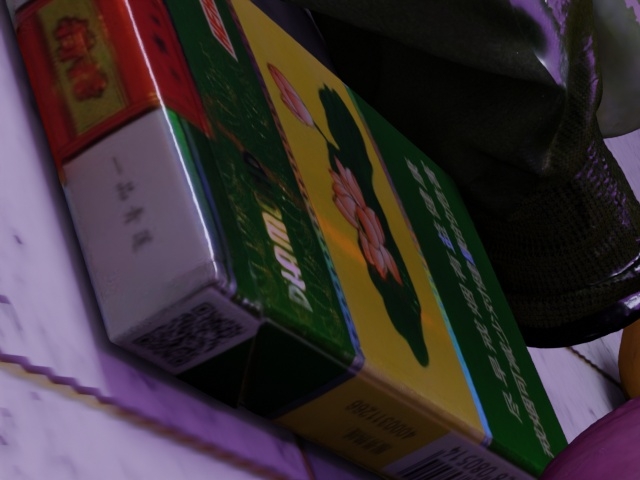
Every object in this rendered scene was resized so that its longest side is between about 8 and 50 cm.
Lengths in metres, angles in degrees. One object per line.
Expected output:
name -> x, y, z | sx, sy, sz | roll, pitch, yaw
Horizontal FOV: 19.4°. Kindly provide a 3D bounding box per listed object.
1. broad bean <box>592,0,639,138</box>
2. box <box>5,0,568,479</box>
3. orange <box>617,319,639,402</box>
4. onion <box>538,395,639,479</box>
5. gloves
broad bean -> 0.102, -0.131, 0.958 | 0.228, 0.100, 0.169 | -112, -179, -70
box -> 0.000, 0.000, 0.518 | 0.235, 0.034, 0.132 | 35, 30, -57
orange -> 0.210, 0.064, 0.869 | 0.159, 0.136, 0.159 | 56, -3, 5
onion -> 0.083, 0.113, 0.357 | 0.177, 0.153, 0.177 | 8, 80, -52
gloves -> 0.041, -0.078, 0.676 | 0.268, 0.107, 0.135 | 50, -13, -24
